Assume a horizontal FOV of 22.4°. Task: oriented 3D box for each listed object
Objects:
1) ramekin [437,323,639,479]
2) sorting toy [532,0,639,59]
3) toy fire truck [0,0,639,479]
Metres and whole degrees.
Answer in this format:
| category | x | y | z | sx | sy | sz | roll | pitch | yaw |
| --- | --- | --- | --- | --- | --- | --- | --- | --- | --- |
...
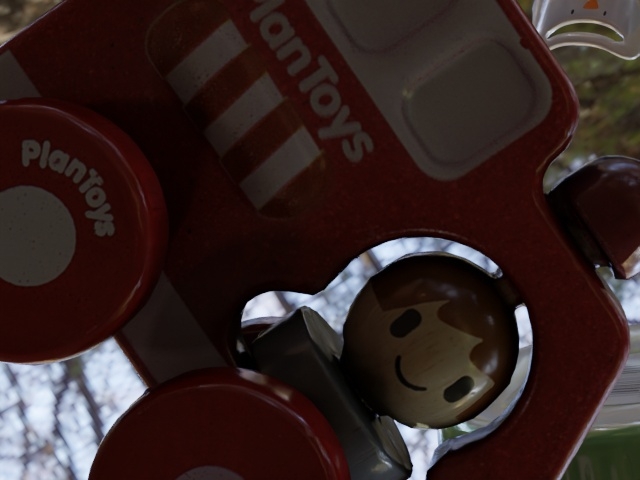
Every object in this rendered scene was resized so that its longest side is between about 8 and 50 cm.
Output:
| category | x | y | z | sx | sy | sz | roll | pitch | yaw |
| --- | --- | --- | --- | --- | --- | --- | --- | --- | --- |
| ramekin | 0.231 | 0.168 | 1.221 | 0.303 | 0.303 | 0.148 | -1 | -75 | 42 |
| sorting toy | 0.135 | -0.114 | 0.780 | 0.083 | 0.075 | 0.045 | 6 | -38 | 24 |
| toy fire truck | 0.000 | 0.000 | 0.659 | 0.254 | 0.169 | 0.302 | -35 | -90 | 10 |
